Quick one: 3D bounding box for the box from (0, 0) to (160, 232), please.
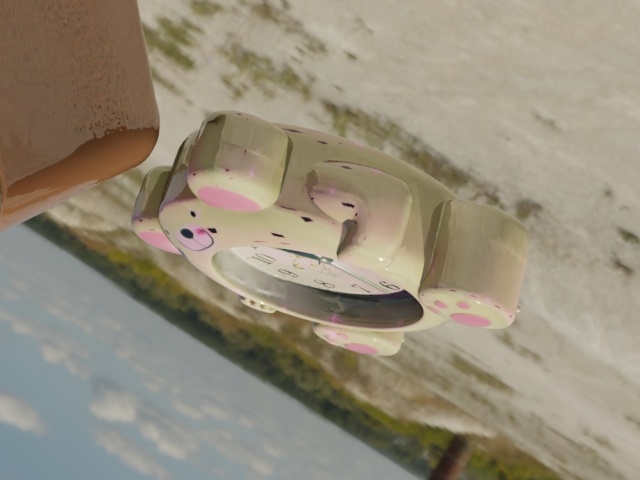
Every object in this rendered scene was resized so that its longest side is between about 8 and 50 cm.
[{"bbox_3d":[-0.291,-0.179,0.822,0.239,0.339,0.229,-3,-166,27],"label":"box"}]

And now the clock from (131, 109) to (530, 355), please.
[{"bbox_3d":[0.000,0.000,0.985,0.309,0.114,0.284,22,161,-19],"label":"clock"}]
